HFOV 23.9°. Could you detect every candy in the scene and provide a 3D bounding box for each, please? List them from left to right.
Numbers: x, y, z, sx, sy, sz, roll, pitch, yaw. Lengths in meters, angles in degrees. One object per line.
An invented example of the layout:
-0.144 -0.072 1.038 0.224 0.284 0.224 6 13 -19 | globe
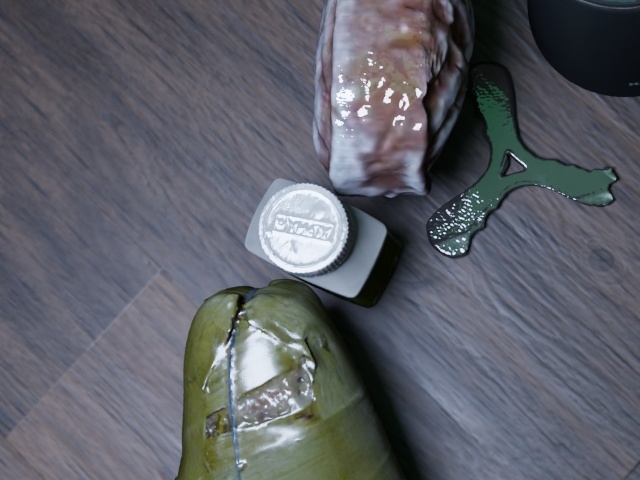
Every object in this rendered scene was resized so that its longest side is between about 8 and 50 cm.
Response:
0.072 -0.179 1.489 0.157 0.214 0.289 1 63 8 | candy

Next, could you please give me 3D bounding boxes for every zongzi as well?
-0.114 0.241 1.474 0.393 0.174 0.356 -21 98 13 | zongzi

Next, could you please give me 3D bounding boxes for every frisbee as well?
0.211 -0.068 1.559 0.187 0.012 0.211 17 86 11 | frisbee

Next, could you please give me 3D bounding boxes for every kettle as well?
0.317 -0.259 1.414 0.262 0.308 0.203 10 86 12 | kettle

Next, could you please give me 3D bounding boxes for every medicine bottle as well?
0.000 0.000 1.497 0.132 0.188 0.088 26 88 13 | medicine bottle
